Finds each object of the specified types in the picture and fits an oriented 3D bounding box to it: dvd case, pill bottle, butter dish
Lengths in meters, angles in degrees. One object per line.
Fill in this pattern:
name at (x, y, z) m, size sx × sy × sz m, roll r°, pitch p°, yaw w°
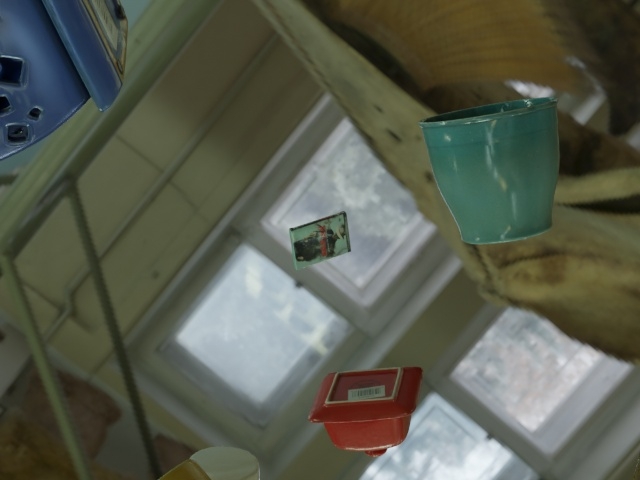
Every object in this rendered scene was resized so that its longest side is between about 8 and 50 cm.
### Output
dvd case at (0.000, 0.000, 2.132) m, size 0.013 × 0.119 × 0.087 m, roll 38°, pitch 141°, yaw 55°
pill bottle at (-0.176, 0.525, 1.958) m, size 0.169 × 0.301 × 0.169 m, roll 3°, pitch -161°, yaw -1°
butter dish at (0.076, 0.266, 1.653) m, size 0.160 × 0.160 × 0.118 m, roll -61°, pitch -37°, yaw -68°

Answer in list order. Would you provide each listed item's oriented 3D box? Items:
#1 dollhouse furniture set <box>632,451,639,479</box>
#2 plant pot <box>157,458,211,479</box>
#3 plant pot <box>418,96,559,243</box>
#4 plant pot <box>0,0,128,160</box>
dollhouse furniture set at (0.577, 0.320, 1.529) m, size 0.152 × 0.201 × 0.374 m, roll 17°, pitch 176°, yaw -14°
plant pot at (-0.217, 0.502, 1.679) m, size 0.239 × 0.254 × 0.254 m, roll 48°, pitch -172°, yaw 10°
plant pot at (0.346, -0.133, 2.186) m, size 0.271 × 0.272 × 0.255 m, roll -94°, pitch -6°, yaw -81°
plant pot at (-0.365, -0.267, 1.367) m, size 0.236 × 0.212 × 0.236 m, roll -99°, pitch -9°, yaw -51°
